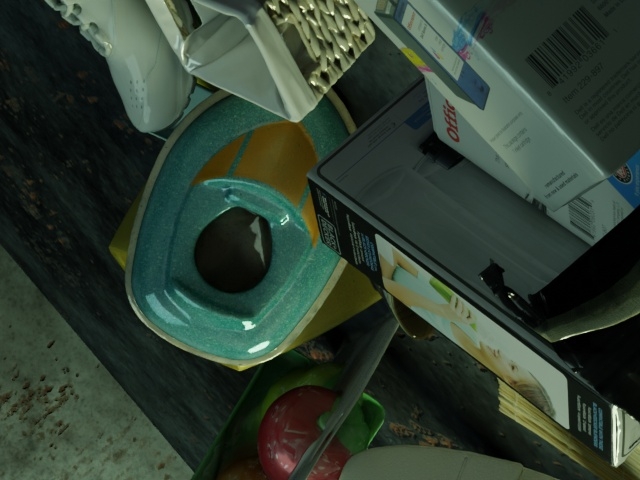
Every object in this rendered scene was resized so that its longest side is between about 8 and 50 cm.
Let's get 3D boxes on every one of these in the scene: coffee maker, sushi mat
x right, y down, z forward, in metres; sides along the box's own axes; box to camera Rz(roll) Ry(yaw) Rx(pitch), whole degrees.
[{"bbox_3d":[0.218,0.013,0.989,0.171,0.178,0.120,21,-152,-50],"label":"coffee maker"},{"bbox_3d":[0.278,0.203,1.593,0.316,0.019,0.151,36,158,33],"label":"sushi mat"}]

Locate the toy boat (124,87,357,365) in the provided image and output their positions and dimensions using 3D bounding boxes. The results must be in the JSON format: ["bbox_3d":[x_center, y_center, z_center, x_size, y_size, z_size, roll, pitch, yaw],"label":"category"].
[{"bbox_3d":[0.000,0.000,1.519,0.318,0.267,0.148,21,-177,-4],"label":"toy boat"}]

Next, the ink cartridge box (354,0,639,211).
[{"bbox_3d":[0.122,-0.148,0.979,0.212,0.154,0.093,47,164,0],"label":"ink cartridge box"}]

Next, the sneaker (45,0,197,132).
[{"bbox_3d":[-0.194,-0.227,1.481,0.111,0.129,0.297,7,118,56],"label":"sneaker"}]

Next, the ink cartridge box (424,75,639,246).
[{"bbox_3d":[0.167,-0.083,1.128,0.203,0.086,0.148,39,160,29],"label":"ink cartridge box"}]

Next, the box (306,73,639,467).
[{"bbox_3d":[0.151,0.002,1.221,0.290,0.169,0.087,39,158,30],"label":"box"}]

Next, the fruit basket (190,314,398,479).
[{"bbox_3d":[-0.019,0.240,1.891,0.165,0.327,0.353,34,162,-10],"label":"fruit basket"}]

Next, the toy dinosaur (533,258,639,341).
[{"bbox_3d":[0.230,-0.031,0.894,0.118,0.268,0.064,38,-168,30],"label":"toy dinosaur"}]

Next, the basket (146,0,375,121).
[{"bbox_3d":[-0.050,-0.185,1.393,0.167,0.103,0.113,29,155,47],"label":"basket"}]

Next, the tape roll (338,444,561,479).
[{"bbox_3d":[0.190,0.324,1.730,0.392,0.072,0.392,19,155,9],"label":"tape roll"}]

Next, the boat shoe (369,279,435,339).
[{"bbox_3d":[0.071,0.024,1.650,0.049,0.056,0.152,29,145,57],"label":"boat shoe"}]

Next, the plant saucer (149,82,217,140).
[{"bbox_3d":[-0.063,-0.090,1.603,0.192,0.018,0.067,26,120,-8],"label":"plant saucer"}]

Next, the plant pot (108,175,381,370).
[{"bbox_3d":[-0.081,0.008,1.739,0.212,0.187,0.212,55,162,-23],"label":"plant pot"}]

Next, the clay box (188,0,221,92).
[{"bbox_3d":[-0.139,-0.208,1.633,0.222,0.053,0.127,23,150,54],"label":"clay box"}]
